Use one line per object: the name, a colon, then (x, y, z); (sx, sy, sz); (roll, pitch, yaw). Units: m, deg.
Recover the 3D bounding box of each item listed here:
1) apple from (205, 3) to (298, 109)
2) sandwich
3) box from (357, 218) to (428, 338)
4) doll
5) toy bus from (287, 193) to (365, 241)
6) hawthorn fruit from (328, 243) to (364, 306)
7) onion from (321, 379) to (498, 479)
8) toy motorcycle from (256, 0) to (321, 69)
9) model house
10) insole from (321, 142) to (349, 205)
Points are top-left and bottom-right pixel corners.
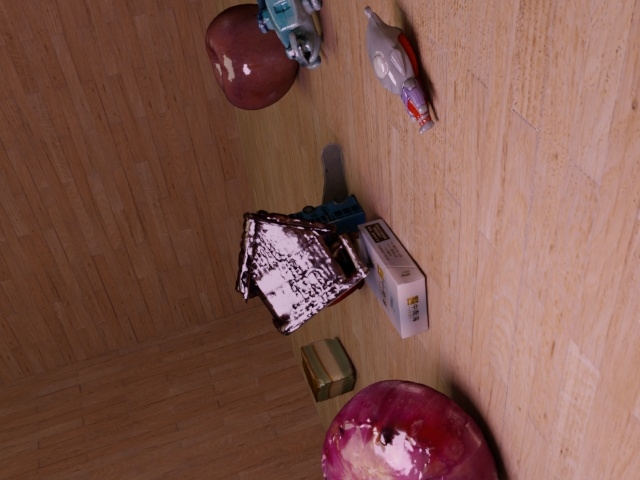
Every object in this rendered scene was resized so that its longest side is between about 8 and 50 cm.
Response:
apple: (-0.184, -0.513, 1.975); (0.305, 0.234, 0.306); (160, 90, -79)
sandwich: (0.021, 0.448, 2.561); (0.227, 0.155, 0.198); (96, 155, -63)
box: (0.157, 0.079, 1.567); (0.243, 0.067, 0.155); (-120, 15, -54)
doll: (0.128, -0.285, 1.174); (0.228, 0.075, 0.102); (62, 179, -3)
toy bus: (0.016, -0.037, 1.798); (0.090, 0.184, 0.106); (84, 163, -44)
hawthorn fruit: (-0.007, 0.084, 1.992); (0.215, 0.249, 0.215); (54, -173, -10)
onion: (0.193, 0.438, 1.402); (0.358, 0.344, 0.358); (46, 154, 30)
toy motorcycle: (-0.065, -0.521, 1.646); (0.206, 0.154, 0.260); (-31, -79, -77)
model house: (-0.077, 0.035, 1.671); (0.283, 0.297, 0.317); (50, 176, -3)
insole: (0.037, -0.141, 1.834); (0.003, 0.080, 0.232); (-136, 38, -58)
